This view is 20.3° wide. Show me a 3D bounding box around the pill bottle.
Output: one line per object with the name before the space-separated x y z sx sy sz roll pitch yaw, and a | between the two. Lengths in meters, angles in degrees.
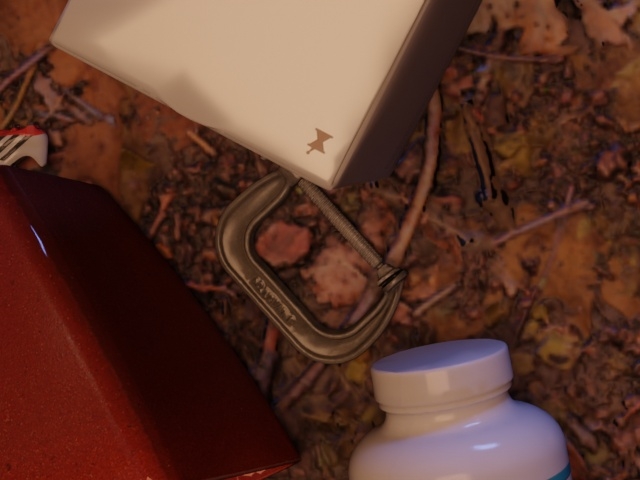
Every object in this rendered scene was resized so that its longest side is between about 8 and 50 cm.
pill bottle | 0.100 0.203 1.179 0.146 0.146 0.264 -9 96 12

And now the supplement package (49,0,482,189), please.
supplement package | -0.010 -0.148 1.068 0.177 0.293 0.175 28 97 5

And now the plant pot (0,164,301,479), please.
plant pot | -0.207 0.097 1.178 0.267 0.267 0.236 -25 80 13

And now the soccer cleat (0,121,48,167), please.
soccer cleat | -0.232 -0.061 1.263 0.083 0.029 0.036 -9 92 7

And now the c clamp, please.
c clamp | 0.000 0.000 1.232 0.137 0.022 0.161 -37 90 13
